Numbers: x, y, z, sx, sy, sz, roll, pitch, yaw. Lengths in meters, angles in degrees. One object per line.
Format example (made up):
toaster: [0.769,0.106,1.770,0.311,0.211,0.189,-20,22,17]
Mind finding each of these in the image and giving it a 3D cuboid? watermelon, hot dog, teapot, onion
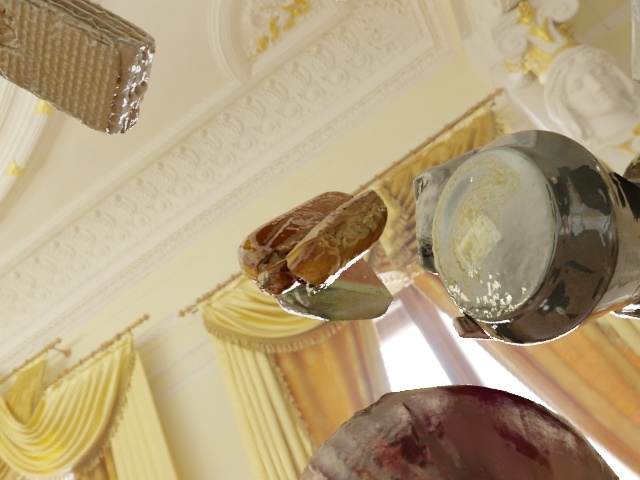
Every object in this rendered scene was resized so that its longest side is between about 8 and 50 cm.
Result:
watermelon: [0.016,0.085,1.429,0.310,0.231,0.193,2,-75,-1]
hot dog: [0.000,0.000,0.540,0.236,0.092,0.062,-33,-56,-61]
teapot: [0.370,0.029,0.923,0.362,0.305,0.376,5,-48,-27]
onion: [0.156,0.272,0.585,0.260,0.337,0.282,-54,-11,-11]

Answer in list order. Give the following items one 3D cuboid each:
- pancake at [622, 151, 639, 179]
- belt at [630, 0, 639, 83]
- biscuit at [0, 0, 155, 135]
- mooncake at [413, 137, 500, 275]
pancake: [0.684,-0.064,1.088,0.049,0.282,0.282,-36,-19,-46]
belt: [0.478,-0.223,0.549,0.212,0.347,0.117,-27,-68,-48]
biscuit: [-0.276,-0.197,0.568,0.108,0.239,0.062,-61,-2,37]
mooncake: [0.295,-0.055,1.185,0.136,0.250,0.254,28,-37,-35]
